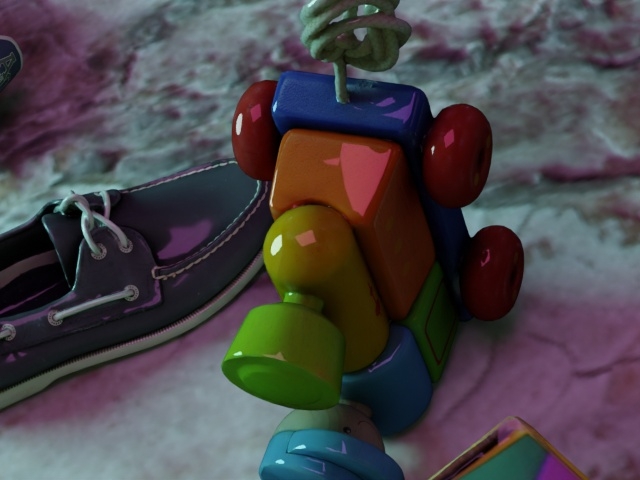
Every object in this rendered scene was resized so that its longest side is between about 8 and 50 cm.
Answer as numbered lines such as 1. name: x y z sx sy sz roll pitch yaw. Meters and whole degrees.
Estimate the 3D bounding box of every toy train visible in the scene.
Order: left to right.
1. toy train: 0.000 0.000 0.745 0.105 0.248 0.143 8 59 21

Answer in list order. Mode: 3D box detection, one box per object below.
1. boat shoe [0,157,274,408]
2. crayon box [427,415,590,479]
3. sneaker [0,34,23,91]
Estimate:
1. boat shoe: -0.108 0.013 0.880 0.206 0.065 0.075 -29 50 -8
2. crayon box: -0.034 0.262 0.497 0.363 0.313 0.106 -37 52 -15
3. sneaker: -0.234 -0.116 1.025 0.086 0.064 0.192 -35 52 -23
